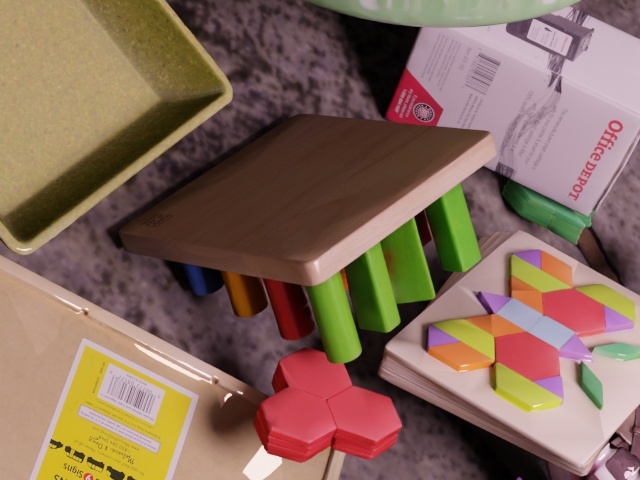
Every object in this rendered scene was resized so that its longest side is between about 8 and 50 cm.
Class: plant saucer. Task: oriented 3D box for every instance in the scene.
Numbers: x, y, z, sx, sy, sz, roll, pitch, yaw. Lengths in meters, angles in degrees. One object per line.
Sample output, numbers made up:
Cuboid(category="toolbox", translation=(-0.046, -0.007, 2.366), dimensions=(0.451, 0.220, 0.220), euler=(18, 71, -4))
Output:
Cuboid(category="plant saucer", translation=(-0.173, -0.103, 1.130), dimensions=(0.188, 0.045, 0.188), euler=(51, 53, -3))

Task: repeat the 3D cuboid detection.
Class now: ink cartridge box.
Cuboid(category="ink cartridge box", translation=(0.130, -0.096, 1.248), dimensions=(0.150, 0.109, 0.063), euler=(26, 54, 3))

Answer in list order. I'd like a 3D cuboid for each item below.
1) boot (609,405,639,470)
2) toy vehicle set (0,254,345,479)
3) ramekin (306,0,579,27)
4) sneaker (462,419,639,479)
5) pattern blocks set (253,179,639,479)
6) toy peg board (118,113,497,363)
Cuboid(category="boot", translation=(0.220, 0.131, 1.277), dimensions=(0.087, 0.042, 0.118), euler=(42, 54, -7))
Cuboid(category="toy vehicle set", translation=(-0.121, 0.126, 1.071), dimensions=(0.267, 0.035, 0.166), euler=(30, 58, -18))
Cuboid(category="ramekin", translation=(0.066, -0.257, 1.203), dimensions=(0.303, 0.148, 0.303), euler=(3, 37, -2))
Cuboid(category="sneaker", translation=(0.163, 0.214, 1.174), dimensions=(0.281, 0.106, 0.162), euler=(38, 87, 14))
Cuboid(category="pattern blocks set", translation=(0.127, 0.061, 1.171), dimensions=(0.285, 0.026, 0.325), euler=(21, 36, 7))
Cuboid(category="toy peg board", translation=(0.000, 0.000, 1.147), dimensions=(0.161, 0.161, 0.079), euler=(-35, 120, -37))
